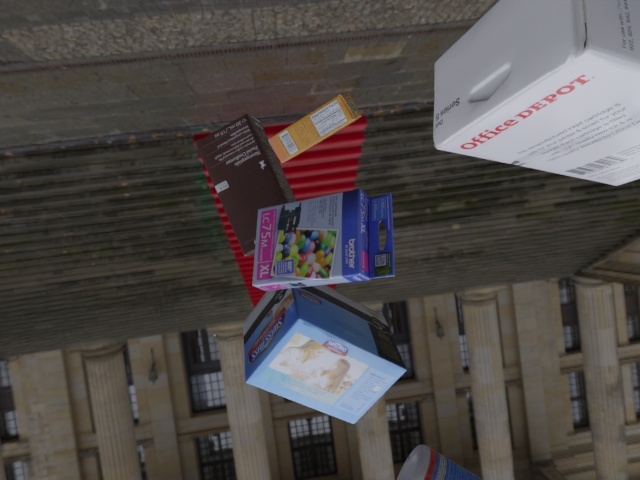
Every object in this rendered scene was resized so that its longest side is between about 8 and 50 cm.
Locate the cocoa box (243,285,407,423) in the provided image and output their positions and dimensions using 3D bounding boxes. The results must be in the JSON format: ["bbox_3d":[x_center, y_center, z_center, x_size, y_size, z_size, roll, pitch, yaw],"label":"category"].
[{"bbox_3d":[0.003,0.274,1.186,0.347,0.231,0.228,30,-160,-24],"label":"cocoa box"}]

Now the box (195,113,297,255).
[{"bbox_3d":[-0.206,-0.162,1.382,0.191,0.381,0.143,-26,178,12],"label":"box"}]

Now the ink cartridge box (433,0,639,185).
[{"bbox_3d":[0.282,-0.154,0.463,0.272,0.115,0.198,7,167,-19],"label":"ink cartridge box"}]

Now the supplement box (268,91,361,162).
[{"bbox_3d":[-0.016,-0.289,1.173,0.233,0.080,0.078,-23,-167,25],"label":"supplement box"}]

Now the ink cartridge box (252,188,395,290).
[{"bbox_3d":[0.000,0.000,0.964,0.311,0.186,0.065,-8,160,26],"label":"ink cartridge box"}]

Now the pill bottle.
[{"bbox_3d":[0.245,0.463,0.779,0.221,0.124,0.124,28,-171,9],"label":"pill bottle"}]
